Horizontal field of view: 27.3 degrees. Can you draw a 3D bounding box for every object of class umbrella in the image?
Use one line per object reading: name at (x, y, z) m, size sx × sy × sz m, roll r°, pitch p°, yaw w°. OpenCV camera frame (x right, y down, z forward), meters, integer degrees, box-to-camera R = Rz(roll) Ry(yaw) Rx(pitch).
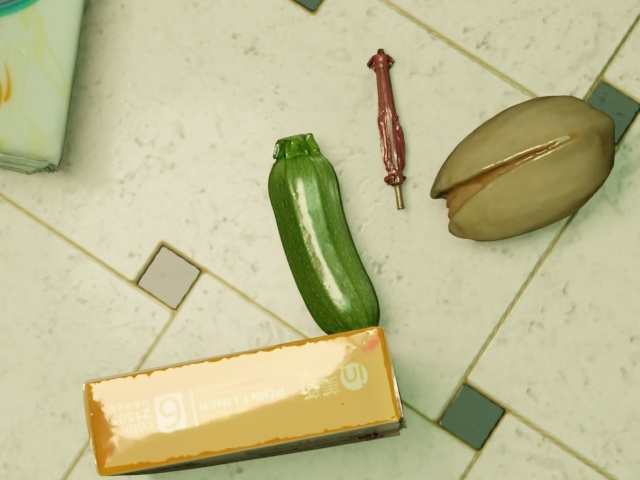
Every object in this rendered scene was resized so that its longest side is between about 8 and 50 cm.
umbrella at (0.069, -0.111, 1.317) m, size 0.027 × 0.025 × 0.165 m, roll -9°, pitch 82°, yaw 21°

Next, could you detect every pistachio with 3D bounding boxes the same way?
pistachio at (0.195, -0.069, 1.259) m, size 0.185 × 0.124 × 0.124 m, roll -31°, pitch 85°, yaw 3°

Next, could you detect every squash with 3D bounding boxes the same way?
squash at (0.000, 0.000, 1.286) m, size 0.077 × 0.068 × 0.219 m, roll -25°, pitch 79°, yaw 45°

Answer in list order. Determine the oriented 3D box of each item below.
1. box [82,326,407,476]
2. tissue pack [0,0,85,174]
box at (-0.059, 0.153, 1.206) m, size 0.274 × 0.221 × 0.091 m, roll -10°, pitch 80°, yaw 0°
tissue pack at (-0.365, -0.275, 1.244) m, size 0.287 × 0.162 × 0.388 m, roll 8°, pitch 85°, yaw -24°
